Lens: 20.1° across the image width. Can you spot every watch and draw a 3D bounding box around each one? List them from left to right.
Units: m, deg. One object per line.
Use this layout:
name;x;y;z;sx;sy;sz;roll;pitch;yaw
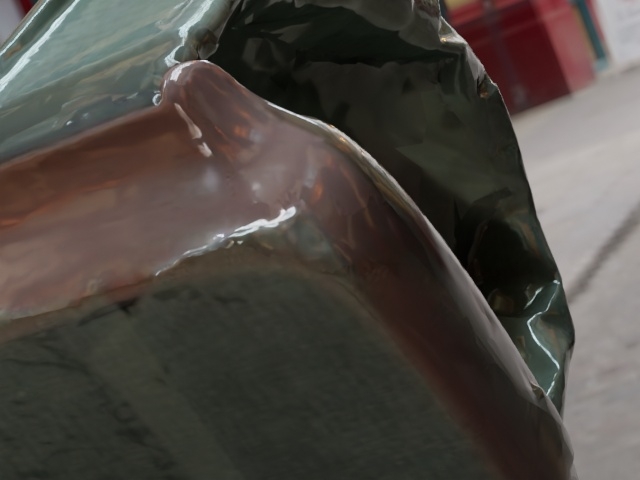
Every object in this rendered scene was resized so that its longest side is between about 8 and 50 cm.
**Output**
watch;0.000;0.000;0.588;0.162;0.253;0.241;-16;39;24
